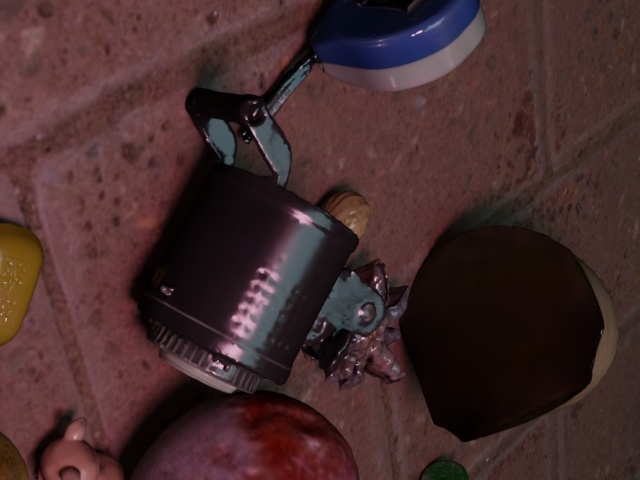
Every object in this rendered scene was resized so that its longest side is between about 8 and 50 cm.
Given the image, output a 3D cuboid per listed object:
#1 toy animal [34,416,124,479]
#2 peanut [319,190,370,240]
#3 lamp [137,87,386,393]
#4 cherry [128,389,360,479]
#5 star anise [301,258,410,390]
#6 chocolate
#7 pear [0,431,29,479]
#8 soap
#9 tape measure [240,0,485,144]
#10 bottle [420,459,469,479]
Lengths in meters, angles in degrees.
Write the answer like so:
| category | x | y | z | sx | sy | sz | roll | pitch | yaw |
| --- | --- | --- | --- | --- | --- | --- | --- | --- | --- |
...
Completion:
| category | x | y | z | sx | sy | sz | roll | pitch | yaw |
| --- | --- | --- | --- | --- | --- | --- | --- | --- | --- |
| toy animal | -0.282 | 0.276 | 1.261 | 0.089 | 0.083 | 0.150 | -40 | 151 | -5 |
| peanut | 0.000 | 0.000 | 1.479 | 0.187 | 0.082 | 0.082 | -39 | 130 | -33 |
| lamp | -0.098 | 0.042 | 1.282 | 0.272 | 0.205 | 0.374 | -46 | 119 | -16 |
| cherry | -0.103 | 0.358 | 1.328 | 0.326 | 0.291 | 0.335 | -45 | 166 | -32 |
| star anise | 0.062 | 0.135 | 1.586 | 0.229 | 0.093 | 0.236 | -44 | 131 | -28 |
| chocolate | 0.343 | 0.155 | 1.733 | 0.314 | 0.326 | 0.297 | -35 | 145 | 25 |
| pear | -0.379 | 0.264 | 1.088 | 0.167 | 0.136 | 0.167 | 13 | 62 | -26 |
| soap | -0.346 | 0.050 | 1.131 | 0.089 | 0.045 | 0.140 | 20 | 88 | -46 |
| tape measure | 0.061 | -0.243 | 1.353 | 0.351 | 0.215 | 0.098 | -50 | 134 | -24 |
| bottle | 0.258 | 0.545 | 1.957 | 0.093 | 0.093 | 0.330 | -42 | 131 | -31 |
